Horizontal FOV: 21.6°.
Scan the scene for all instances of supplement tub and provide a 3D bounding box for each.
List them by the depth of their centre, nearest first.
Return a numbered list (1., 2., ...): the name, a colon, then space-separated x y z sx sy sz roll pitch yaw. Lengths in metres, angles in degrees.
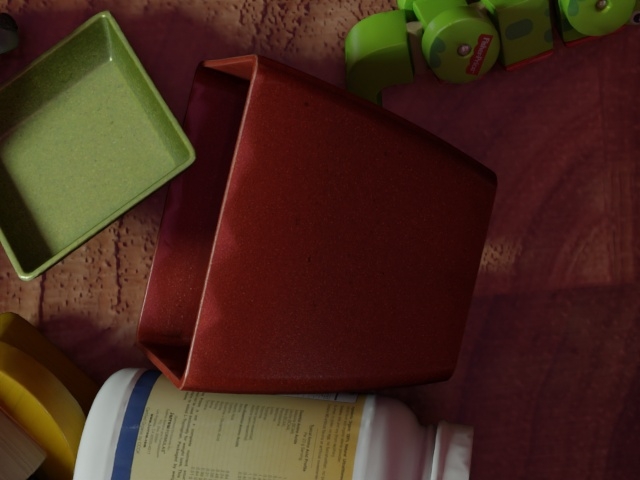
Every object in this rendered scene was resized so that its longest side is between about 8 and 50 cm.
1. supplement tub: -0.036 0.234 1.414 0.316 0.228 0.228 6 92 6

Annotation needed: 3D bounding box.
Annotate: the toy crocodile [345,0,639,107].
1. toy crocodile: 0.181 -0.202 1.507 0.340 0.115 0.105 -18 129 -3

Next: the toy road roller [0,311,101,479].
1. toy road roller: -0.323 0.211 1.477 0.202 0.240 0.329 44 126 -3

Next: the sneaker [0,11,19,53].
1. sneaker: -0.369 -0.110 1.496 0.262 0.104 0.125 -28 99 8

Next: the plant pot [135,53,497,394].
1. plant pot: 0.000 0.000 1.441 0.236 0.267 0.267 12 92 -14

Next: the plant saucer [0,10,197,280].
1. plant saucer: -0.215 -0.079 1.485 0.188 0.045 0.188 -35 62 5
